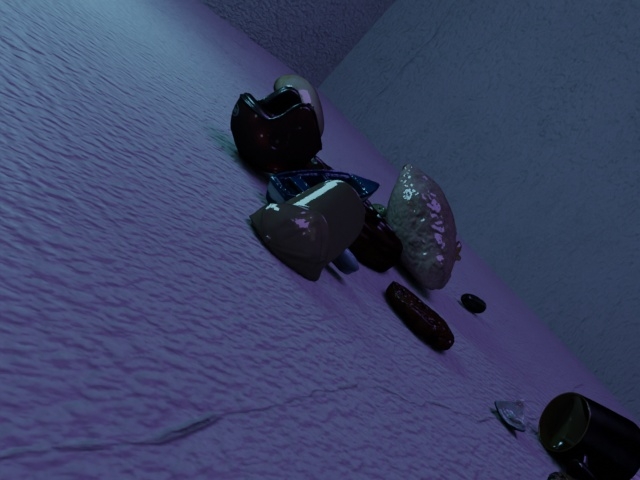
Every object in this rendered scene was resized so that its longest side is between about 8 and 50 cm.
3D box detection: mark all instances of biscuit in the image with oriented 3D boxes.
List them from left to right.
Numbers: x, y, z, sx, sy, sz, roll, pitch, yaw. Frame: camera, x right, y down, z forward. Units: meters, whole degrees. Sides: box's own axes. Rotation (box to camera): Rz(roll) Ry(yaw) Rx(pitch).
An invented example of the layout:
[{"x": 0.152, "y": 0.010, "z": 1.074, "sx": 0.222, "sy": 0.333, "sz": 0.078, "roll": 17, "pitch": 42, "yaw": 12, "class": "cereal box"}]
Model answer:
[{"x": 0.051, "y": -0.090, "z": 1.947, "sx": 0.407, "sy": 0.091, "sz": 0.407, "roll": 40, "pitch": 13, "yaw": -11, "class": "biscuit"}, {"x": 0.221, "y": 0.163, "z": 1.737, "sx": 0.192, "sy": 0.049, "sz": 0.192, "roll": 45, "pitch": 10, "yaw": -10, "class": "biscuit"}]

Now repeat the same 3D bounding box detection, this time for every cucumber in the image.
[{"x": 0.457, "y": 0.185, "z": 2.392, "sx": 0.105, "sy": 0.048, "sz": 0.048, "roll": 31, "pitch": 18, "yaw": -45, "class": "cucumber"}]

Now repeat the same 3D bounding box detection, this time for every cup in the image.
[{"x": 0.601, "y": 0.450, "z": 1.718, "sx": 0.177, "sy": 0.166, "sz": 0.239, "roll": 34, "pitch": 14, "yaw": -24, "class": "cup"}]

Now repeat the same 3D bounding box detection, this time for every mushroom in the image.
[{"x": -0.082, "y": -0.368, "z": 2.299, "sx": 0.226, "sy": 0.178, "sz": 0.227, "roll": -14, "pitch": 90, "yaw": -85, "class": "mushroom"}]

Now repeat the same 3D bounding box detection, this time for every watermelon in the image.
[{"x": 0.405, "y": 0.356, "z": 1.637, "sx": 0.085, "sy": 0.061, "sz": 0.085, "roll": 36, "pitch": 5, "yaw": -4, "class": "watermelon"}]

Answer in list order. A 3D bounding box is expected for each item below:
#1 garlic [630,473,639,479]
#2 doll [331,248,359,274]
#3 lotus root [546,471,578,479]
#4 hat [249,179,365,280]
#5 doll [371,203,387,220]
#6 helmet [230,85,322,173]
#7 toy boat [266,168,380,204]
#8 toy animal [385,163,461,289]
[{"x": 0.733, "y": 0.594, "z": 1.842, "sx": 0.195, "sy": 0.087, "sz": 0.101, "roll": 38, "pitch": 1, "yaw": -14, "class": "garlic"}, {"x": -0.004, "y": 0.002, "z": 1.547, "sx": 0.180, "sy": 0.075, "sz": 0.120, "roll": 56, "pitch": -30, "yaw": -1, "class": "doll"}, {"x": 0.428, "y": 0.467, "z": 1.336, "sx": 0.143, "sy": 0.070, "sz": 0.144, "roll": 28, "pitch": 23, "yaw": -33, "class": "lotus root"}, {"x": -0.016, "y": -0.043, "z": 1.411, "sx": 0.166, "sy": 0.173, "sz": 0.144, "roll": 45, "pitch": 6, "yaw": 15, "class": "hat"}, {"x": 0.184, "y": -0.046, "z": 2.273, "sx": 0.115, "sy": 0.077, "sz": 0.150, "roll": 9, "pitch": 47, "yaw": -51, "class": "doll"}, {"x": -0.096, "y": -0.245, "z": 1.747, "sx": 0.215, "sy": 0.193, "sz": 0.189, "roll": 27, "pitch": 15, "yaw": -24, "class": "helmet"}, {"x": 0.013, "y": -0.100, "z": 1.686, "sx": 0.299, "sy": 0.062, "sz": 0.096, "roll": -5, "pitch": 42, "yaw": -42, "class": "toy boat"}, {"x": 0.272, "y": -0.031, "z": 2.138, "sx": 0.226, "sy": 0.188, "sz": 0.359, "roll": 38, "pitch": 44, "yaw": -70, "class": "toy animal"}]
